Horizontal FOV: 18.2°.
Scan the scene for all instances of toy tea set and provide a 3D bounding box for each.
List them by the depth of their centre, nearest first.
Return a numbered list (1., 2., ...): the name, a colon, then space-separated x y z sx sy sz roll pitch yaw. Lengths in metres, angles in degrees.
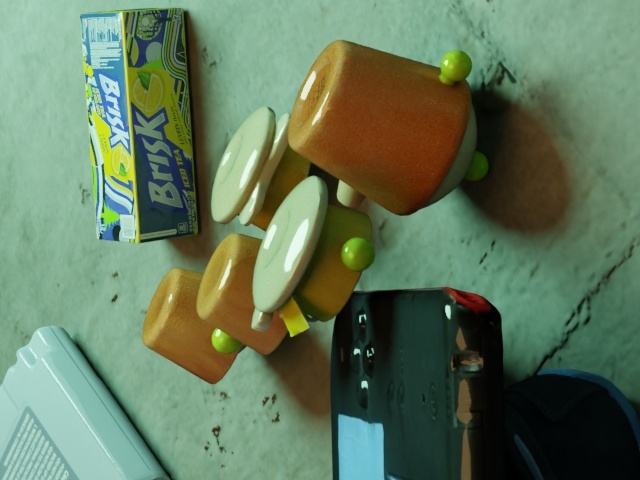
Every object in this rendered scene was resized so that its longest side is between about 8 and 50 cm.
1. toy tea set: 0.000 0.000 1.302 0.336 0.124 0.200 -30 40 65

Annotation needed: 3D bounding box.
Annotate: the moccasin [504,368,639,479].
1. moccasin: 0.138 0.252 1.189 0.137 0.117 0.342 -17 85 48

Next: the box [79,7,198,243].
1. box: -0.132 -0.084 1.462 0.054 0.059 0.169 6 102 48

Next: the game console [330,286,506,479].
1. game console: 0.054 0.221 1.167 0.342 0.060 0.387 163 105 -84

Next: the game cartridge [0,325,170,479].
1. game cartridge: -0.221 0.237 1.632 0.196 0.060 0.294 55 133 30
